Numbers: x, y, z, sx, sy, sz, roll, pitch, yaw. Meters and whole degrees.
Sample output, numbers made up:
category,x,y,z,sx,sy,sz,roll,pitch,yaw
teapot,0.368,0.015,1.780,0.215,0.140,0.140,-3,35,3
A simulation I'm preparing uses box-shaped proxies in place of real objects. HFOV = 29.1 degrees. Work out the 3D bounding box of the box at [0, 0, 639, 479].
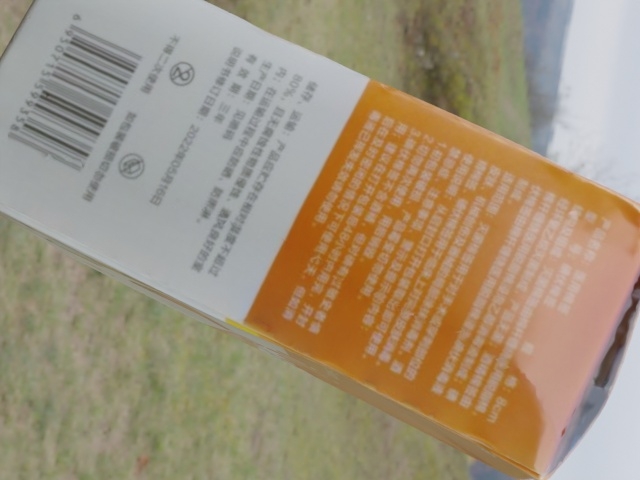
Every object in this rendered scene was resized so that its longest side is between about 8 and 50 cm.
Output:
category,x,y,z,sx,sy,sz,roll,pitch,yaw
box,0.000,0.000,0.683,0.143,0.341,0.225,-62,169,-7
